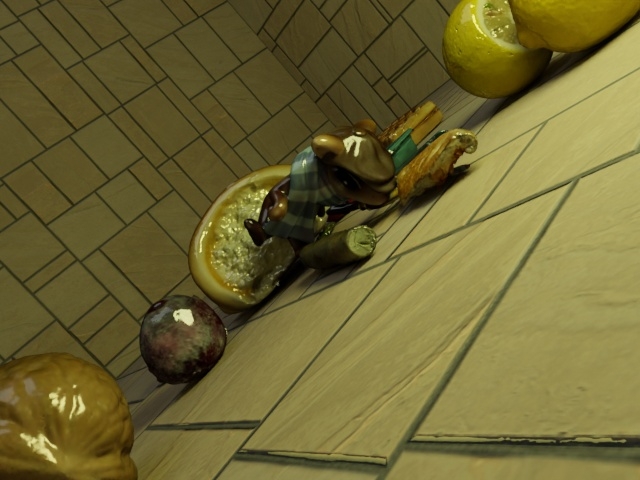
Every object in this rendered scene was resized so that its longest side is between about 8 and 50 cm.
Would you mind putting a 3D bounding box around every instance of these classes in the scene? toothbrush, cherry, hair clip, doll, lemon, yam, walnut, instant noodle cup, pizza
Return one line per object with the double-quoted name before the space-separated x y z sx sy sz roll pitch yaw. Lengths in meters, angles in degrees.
"toothbrush" 0.236 -0.126 1.106 0.019 0.013 0.193 -49 8 -10
"cherry" -0.304 0.212 1.275 0.195 0.195 0.195 -41 7 6
"hair clip" 0.220 -0.177 1.446 0.083 0.048 0.275 -48 5 -35
"doll" 0.018 -0.101 1.281 0.340 0.209 0.318 -40 -14 32
"lemon" 0.381 -0.423 1.288 0.240 0.240 0.219 -44 -8 -18
"lemon" 0.474 -0.471 1.067 0.288 0.233 0.233 -47 5 15
"yam" 0.026 0.020 1.143 0.071 0.067 0.317 0 -6 -17
"walnut" -0.412 0.315 0.848 0.333 0.333 0.333 -41 7 6
"instant noodle cup" 0.211 -0.242 1.740 0.157 0.070 0.179 -36 9 46
"pizza" 0.206 -0.136 1.080 0.134 0.056 0.271 -63 11 -27

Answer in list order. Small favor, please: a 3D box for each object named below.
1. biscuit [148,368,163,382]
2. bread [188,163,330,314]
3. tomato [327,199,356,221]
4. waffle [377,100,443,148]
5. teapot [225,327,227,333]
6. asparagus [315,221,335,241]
"biscuit" -0.387 0.306 1.649 0.220 0.066 0.220 -38 10 8
"bread" -0.138 0.006 1.551 0.329 0.245 0.424 27 72 37
"tomato" 0.040 -0.141 1.759 0.195 0.136 0.195 -44 4 4
"waffle" 0.268 -0.351 2.008 0.224 0.098 0.328 -45 7 -13
"teapot" -0.263 0.243 1.410 0.057 0.066 0.088 116 170 -51
"asparagus" 0.000 -0.001 1.572 0.034 0.027 0.236 -37 8 26
